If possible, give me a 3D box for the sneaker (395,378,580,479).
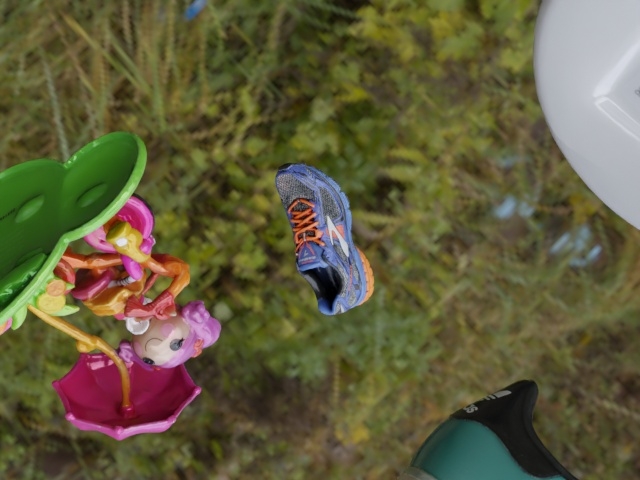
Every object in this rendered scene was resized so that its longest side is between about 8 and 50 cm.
[{"bbox_3d":[0.175,0.193,0.708,0.121,0.302,0.108,-47,169,-12],"label":"sneaker"}]

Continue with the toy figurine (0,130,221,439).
[{"bbox_3d":[-0.119,0.040,0.787,0.173,0.130,0.159,-32,127,15],"label":"toy figurine"}]

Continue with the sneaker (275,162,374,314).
[{"bbox_3d":[0.000,0.000,1.814,0.083,0.221,0.087,-15,-161,36],"label":"sneaker"}]

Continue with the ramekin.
[{"bbox_3d":[0.268,-0.115,0.869,0.135,0.277,0.277,-44,157,-37],"label":"ramekin"}]
